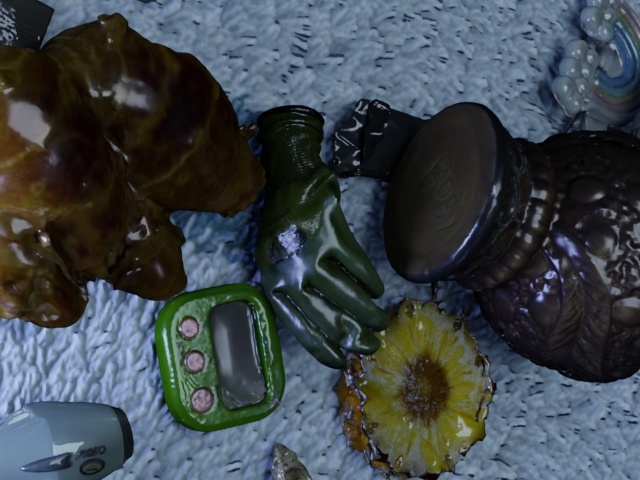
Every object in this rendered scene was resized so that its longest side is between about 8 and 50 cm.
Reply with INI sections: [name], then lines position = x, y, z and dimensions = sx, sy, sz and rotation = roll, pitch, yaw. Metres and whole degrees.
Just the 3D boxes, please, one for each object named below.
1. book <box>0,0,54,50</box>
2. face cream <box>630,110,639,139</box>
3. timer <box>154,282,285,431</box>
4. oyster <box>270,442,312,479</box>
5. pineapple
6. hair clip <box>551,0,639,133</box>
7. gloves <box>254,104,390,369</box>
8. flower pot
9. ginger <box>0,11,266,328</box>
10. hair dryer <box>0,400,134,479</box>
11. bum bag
[book]
position = -0.352, -0.145, 1.705
dimensions = 0.160, 0.024, 0.228
rotation = 27, 73, -28
[face cream]
position = 0.369, -0.047, 2.081
dimensions = 0.089, 0.143, 0.314
rotation = 19, 80, 1
[timer]
position = -0.100, 0.115, 1.835
dimensions = 0.128, 0.047, 0.140
rotation = -11, 92, -31
[oyster]
position = -0.027, 0.250, 1.890
dimensions = 0.081, 0.038, 0.083
rotation = 16, 47, -55
[pineapple]
position = 0.101, 0.153, 1.964
dimensions = 0.221, 0.047, 0.221
rotation = 2, 86, -36
[hair clip]
position = 0.325, -0.187, 2.131
dimensions = 0.140, 0.054, 0.220
rotation = 35, 64, -25
[gloves]
position = -0.013, -0.002, 1.853
dimensions = 0.107, 0.135, 0.268
rotation = -12, 78, -32
[flower pot]
position = 0.223, -0.011, 1.921
dimensions = 0.267, 0.266, 0.266
rotation = 22, 75, -28
[ginger]
position = -0.198, -0.066, 1.706
dimensions = 0.357, 0.152, 0.274
rotation = -17, 98, -45
[hair dryer]
position = -0.295, 0.273, 1.692
dimensions = 0.229, 0.092, 0.267
rotation = 8, 92, -24
[bum bag]
position = 0.097, -0.095, 1.972
dimensions = 0.198, 0.049, 0.087
rotation = 11, 88, -36
